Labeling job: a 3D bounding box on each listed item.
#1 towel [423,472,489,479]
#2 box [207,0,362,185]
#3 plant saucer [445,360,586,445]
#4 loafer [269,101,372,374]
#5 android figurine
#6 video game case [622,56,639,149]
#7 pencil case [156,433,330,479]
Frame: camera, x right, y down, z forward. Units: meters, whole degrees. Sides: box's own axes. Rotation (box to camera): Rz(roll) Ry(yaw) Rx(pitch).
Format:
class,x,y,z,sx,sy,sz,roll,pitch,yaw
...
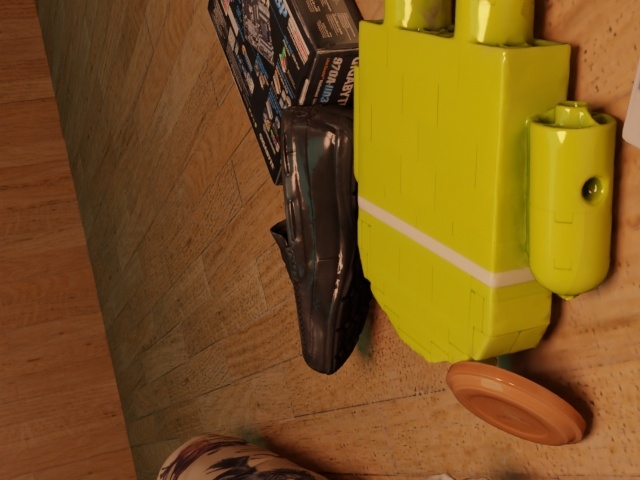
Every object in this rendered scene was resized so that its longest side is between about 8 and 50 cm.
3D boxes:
class,x,y,z,sx,sy,sz,roll,pitch,yaw
towel,0.115,0.340,0.434,0.320,0.090,0.375,-85,-18,-83
box,-0.035,-0.185,0.772,0.175,0.051,0.220,113,141,-55
plant saucer,0.110,0.096,0.517,0.013,0.083,0.083,-60,11,-20
loafer,0.000,0.000,0.717,0.078,0.076,0.223,11,113,24
android figurine,0.080,-0.041,0.543,0.248,0.056,0.273,-146,50,-61
video game case,0.186,-0.089,0.298,0.183,0.023,0.201,-130,36,-51
pencil case,-0.063,0.313,0.938,0.184,0.159,0.410,70,159,-2
